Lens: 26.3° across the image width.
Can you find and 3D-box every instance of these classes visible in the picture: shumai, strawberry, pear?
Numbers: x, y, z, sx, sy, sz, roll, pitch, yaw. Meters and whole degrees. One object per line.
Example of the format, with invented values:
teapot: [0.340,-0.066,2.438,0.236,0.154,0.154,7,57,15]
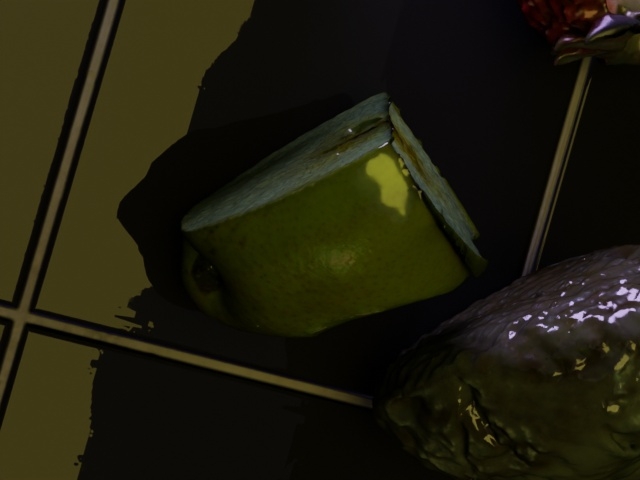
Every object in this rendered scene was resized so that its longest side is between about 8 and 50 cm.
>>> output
shumai: [0.251,0.179,1.304,0.292,0.330,0.288,-29,95,-42]
strawberry: [0.262,-0.308,1.383,0.233,0.137,0.306,-2,70,-40]
pear: [0.000,0.000,1.230,0.292,0.292,0.159,-30,104,-17]
